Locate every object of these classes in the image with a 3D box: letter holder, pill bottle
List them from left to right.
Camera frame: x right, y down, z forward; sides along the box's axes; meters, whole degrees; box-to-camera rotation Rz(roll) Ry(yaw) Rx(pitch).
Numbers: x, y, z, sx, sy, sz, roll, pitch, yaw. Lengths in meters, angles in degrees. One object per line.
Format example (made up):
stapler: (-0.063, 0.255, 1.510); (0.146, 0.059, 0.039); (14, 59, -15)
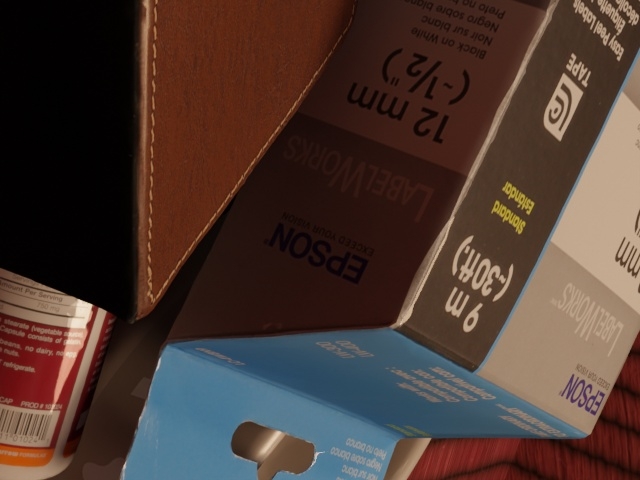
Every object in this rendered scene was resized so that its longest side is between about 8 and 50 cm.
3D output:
pill bottle: (-0.128, 0.020, 0.711); (0.086, 0.086, 0.152); (-15, 125, -70)
letter holder: (-0.072, -0.168, 0.539); (0.214, 0.152, 0.302); (-56, 160, -44)

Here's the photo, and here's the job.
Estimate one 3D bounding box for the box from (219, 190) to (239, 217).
box: (-0.022, -0.092, 0.961); (0.216, 0.060, 0.270); (-63, 164, -19)

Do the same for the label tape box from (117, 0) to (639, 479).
label tape box: (0.073, -0.002, 0.780); (0.249, 0.115, 0.348); (31, 82, -58)

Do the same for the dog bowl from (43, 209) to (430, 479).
dog bowl: (-0.038, 0.127, 0.972); (0.349, 0.102, 0.349); (-45, 158, -23)
